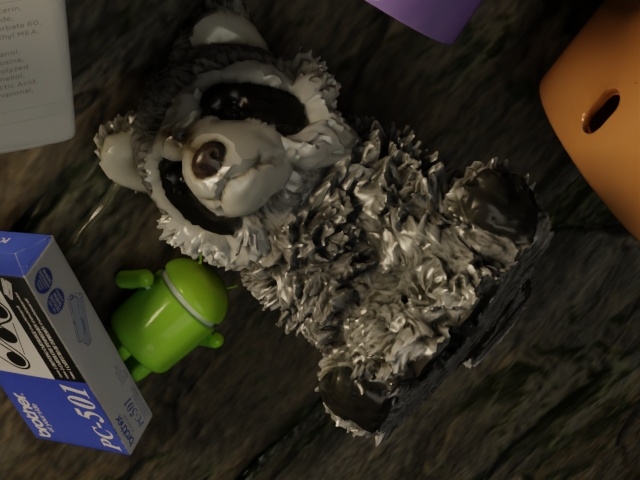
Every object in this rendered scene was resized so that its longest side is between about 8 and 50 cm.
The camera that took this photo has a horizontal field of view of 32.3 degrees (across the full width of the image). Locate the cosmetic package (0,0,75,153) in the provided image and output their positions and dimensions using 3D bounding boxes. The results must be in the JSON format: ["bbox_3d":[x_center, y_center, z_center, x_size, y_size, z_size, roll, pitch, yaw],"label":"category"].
[{"bbox_3d":[-0.230,-0.156,0.610,0.152,0.151,0.183,-13,144,-19],"label":"cosmetic package"}]

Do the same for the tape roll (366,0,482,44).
[{"bbox_3d":[0.030,-0.209,0.705,0.189,0.189,0.080,21,112,-37],"label":"tape roll"}]

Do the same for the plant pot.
[{"bbox_3d":[0.316,-0.111,0.886,0.203,0.290,0.291,-39,134,24],"label":"plant pot"}]

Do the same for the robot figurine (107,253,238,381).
[{"bbox_3d":[-0.124,0.062,0.904,0.115,0.067,0.101,-42,120,5],"label":"robot figurine"}]

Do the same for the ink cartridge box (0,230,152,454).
[{"bbox_3d":[-0.212,0.081,0.852,0.097,0.046,0.207,4,136,25],"label":"ink cartridge box"}]

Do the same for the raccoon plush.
[{"bbox_3d":[0.000,0.000,0.901,0.216,0.299,0.446,-48,165,-9],"label":"raccoon plush"}]
